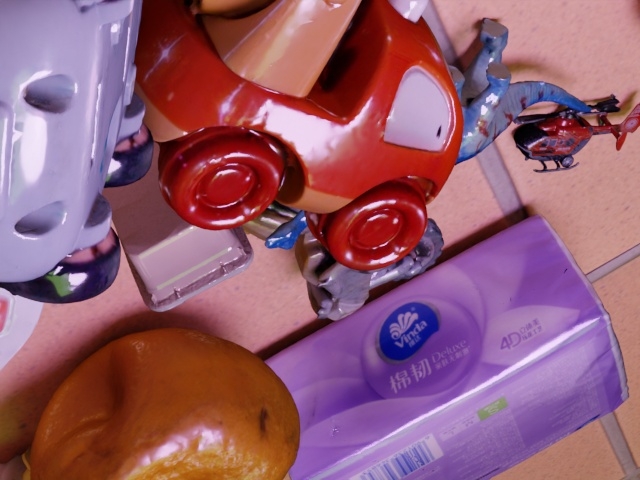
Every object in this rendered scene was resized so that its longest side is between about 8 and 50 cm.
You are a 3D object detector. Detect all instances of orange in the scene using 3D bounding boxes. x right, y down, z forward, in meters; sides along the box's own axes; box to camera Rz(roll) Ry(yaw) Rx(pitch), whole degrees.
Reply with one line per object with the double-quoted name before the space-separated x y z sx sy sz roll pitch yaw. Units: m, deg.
"orange" -0.135 0.190 1.333 0.249 0.183 0.249 -16 129 -20

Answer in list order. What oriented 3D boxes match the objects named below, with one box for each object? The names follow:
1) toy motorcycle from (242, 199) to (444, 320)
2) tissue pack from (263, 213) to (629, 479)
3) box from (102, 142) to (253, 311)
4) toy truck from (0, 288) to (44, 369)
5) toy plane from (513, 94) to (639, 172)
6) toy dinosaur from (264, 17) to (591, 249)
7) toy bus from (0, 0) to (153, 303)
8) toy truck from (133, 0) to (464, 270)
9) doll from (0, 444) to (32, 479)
"toy motorcycle" 0.000 0.000 1.272 0.130 0.094 0.229 -38 138 24
"tissue pack" 0.123 0.140 1.510 0.338 0.160 0.242 -29 151 0
"box" -0.112 -0.019 1.133 0.089 0.122 0.062 -28 136 0
"toy truck" -0.336 0.081 1.007 0.173 0.207 0.387 11 131 -47
"toy plane" 0.225 -0.097 1.362 0.145 0.037 0.060 -8 134 -23
"toy dinosaur" 0.098 -0.100 1.188 0.329 0.076 0.144 -25 140 -26
"toy bus" -0.196 -0.104 0.798 0.232 0.287 0.194 6 119 -4
"toy truck" -0.003 -0.132 0.981 0.265 0.189 0.239 14 125 -36
"doll" -0.283 0.256 1.433 0.129 0.081 0.207 -12 151 -48
